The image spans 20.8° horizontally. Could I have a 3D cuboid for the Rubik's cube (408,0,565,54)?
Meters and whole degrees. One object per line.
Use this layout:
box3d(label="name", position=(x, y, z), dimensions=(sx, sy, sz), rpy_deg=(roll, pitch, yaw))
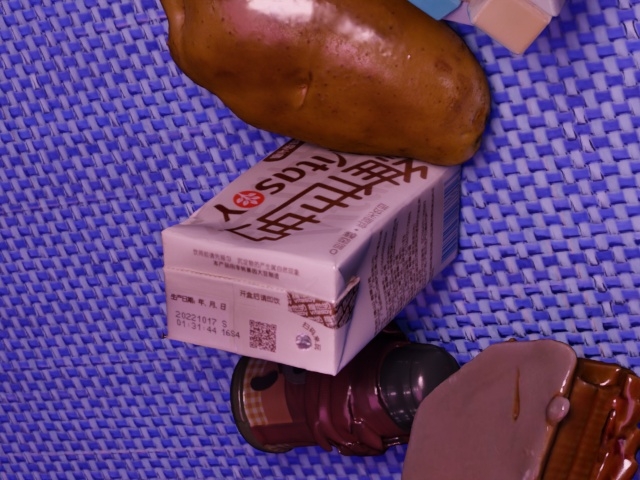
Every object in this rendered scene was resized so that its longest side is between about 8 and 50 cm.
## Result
box3d(label="Rubik's cube", position=(0.167, -0.308, 1.570), dimensions=(0.213, 0.265, 0.224), rpy_deg=(31, 152, -19))

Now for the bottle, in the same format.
box3d(label="bottle", position=(0.038, 0.166, 1.962), dimensions=(0.271, 0.143, 0.156), rpy_deg=(-9, 72, 37))

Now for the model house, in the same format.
box3d(label="model house", position=(0.237, 0.211, 1.833), dimensions=(0.220, 0.229, 0.199), rpy_deg=(11, 84, 44))

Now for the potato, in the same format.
box3d(label="potato", position=(0.001, -0.190, 1.760), dimensions=(0.369, 0.176, 0.195), rpy_deg=(24, 94, 4))

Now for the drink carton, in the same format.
box3d(label="drink carton", position=(0.000, 0.000, 1.770), dimensions=(0.194, 0.324, 0.132), rpy_deg=(10, 116, 24))
